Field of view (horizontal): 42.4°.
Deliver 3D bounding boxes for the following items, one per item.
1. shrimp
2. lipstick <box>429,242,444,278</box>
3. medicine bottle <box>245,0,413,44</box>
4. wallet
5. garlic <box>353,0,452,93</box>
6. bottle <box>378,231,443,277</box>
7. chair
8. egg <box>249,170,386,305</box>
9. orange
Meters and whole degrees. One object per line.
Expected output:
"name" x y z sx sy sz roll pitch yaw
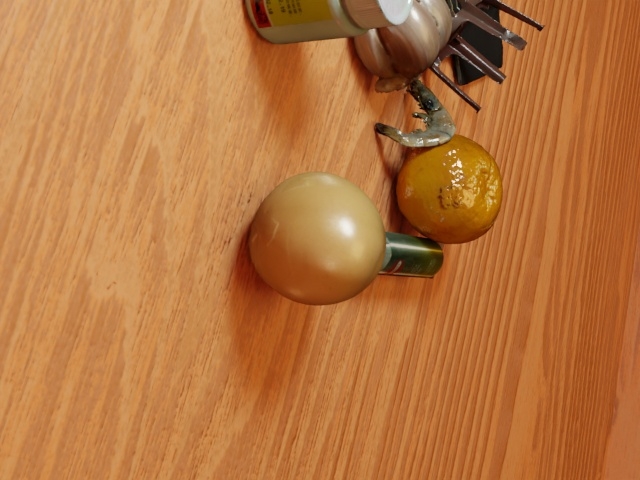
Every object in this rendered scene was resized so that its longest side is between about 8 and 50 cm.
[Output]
"shrimp" 0.166 -0.244 1.578 0.035 0.148 0.195 87 -16 -50
"lipstick" 0.246 0.037 1.754 0.019 0.019 0.094 50 53 -44
"medicine bottle" 0.012 -0.368 1.220 0.139 0.225 0.139 -8 99 -56
"wallet" 0.346 -0.528 1.851 0.247 0.041 0.323 -31 119 -48
"garlic" 0.162 -0.391 1.491 0.214 0.160 0.191 -50 135 -37
"bottle" 0.131 0.025 1.537 0.286 0.082 0.082 7 86 -54
"chair" 0.261 -0.447 1.669 0.326 0.183 0.175 39 47 5
"egg" 0.000 0.000 1.229 0.201 0.244 0.201 -7 107 -23
"orange" 0.250 -0.099 1.604 0.219 0.193 0.219 32 53 -57
